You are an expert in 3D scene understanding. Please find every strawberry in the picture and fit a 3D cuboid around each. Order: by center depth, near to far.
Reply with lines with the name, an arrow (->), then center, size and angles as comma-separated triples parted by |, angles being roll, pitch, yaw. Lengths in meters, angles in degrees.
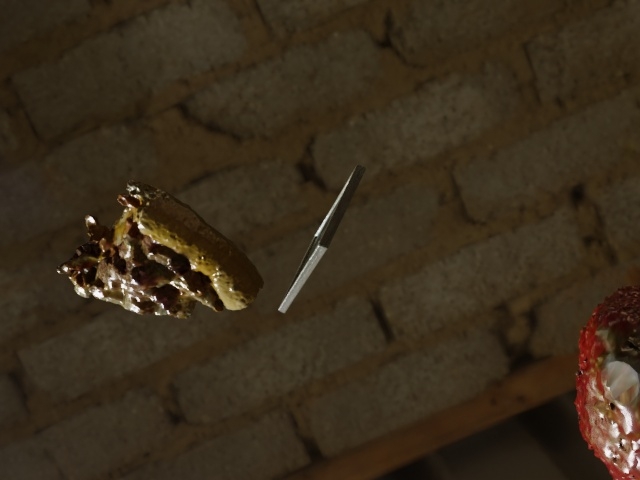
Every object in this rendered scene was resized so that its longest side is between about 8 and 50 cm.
strawberry -> 0.147, 0.063, 0.476 | 0.106, 0.106, 0.106 | -21, -164, 6

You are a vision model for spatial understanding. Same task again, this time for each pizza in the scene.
pizza -> -0.162, 0.024, 1.040 | 0.194, 0.154, 0.069 | -16, -132, 38

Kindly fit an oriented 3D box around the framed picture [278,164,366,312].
framed picture -> 0.000, 0.000, 0.715 | 0.066, 0.006, 0.089 | -64, -176, -33
